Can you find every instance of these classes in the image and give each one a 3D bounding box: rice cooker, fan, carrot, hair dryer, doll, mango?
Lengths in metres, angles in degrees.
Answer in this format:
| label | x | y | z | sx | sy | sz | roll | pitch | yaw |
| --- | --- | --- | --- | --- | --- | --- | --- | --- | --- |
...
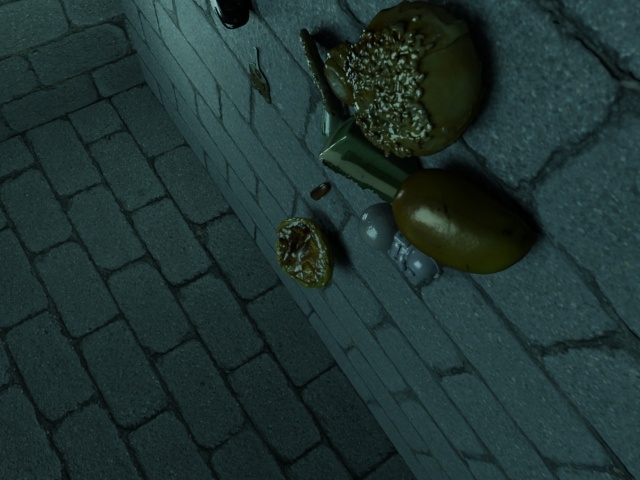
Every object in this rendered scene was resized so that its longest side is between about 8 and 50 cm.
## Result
| label | x | y | z | sx | sy | sz | roll | pitch | yaw |
| --- | --- | --- | --- | --- | --- | --- | --- | --- | --- |
| rice cooker | -0.297 | -0.775 | 1.497 | 0.106 | 0.112 | 0.166 | 48 | 159 | 45 |
| fan | -0.232 | -0.624 | 1.725 | 0.153 | 0.008 | 0.227 | 52 | 161 | 23 |
| carrot | 0.001 | -0.186 | 1.749 | 0.048 | 0.048 | 0.139 | 60 | 160 | -3 |
| hair dryer | 0.069 | -0.355 | 1.298 | 0.224 | 0.088 | 0.219 | 7 | 123 | 51 |
| doll | 0.235 | 0.005 | 1.311 | 0.287 | 0.150 | 0.151 | 41 | 155 | 33 |
| mango | 0.304 | -0.038 | 1.026 | 0.317 | 0.173 | 0.212 | 33 | 145 | 30 |

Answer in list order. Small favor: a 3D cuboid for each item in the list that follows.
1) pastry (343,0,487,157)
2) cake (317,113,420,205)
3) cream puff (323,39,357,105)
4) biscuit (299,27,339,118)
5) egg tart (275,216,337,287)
| label | x | y | z | sx | sy | sz | roll | pitch | yaw |
| --- | --- | --- | --- | --- | --- | --- | --- | --- | --- |
| pastry | 0.167 | -0.297 | 0.915 | 0.284 | 0.184 | 0.316 | 46 | 157 | 17 |
| cake | 0.130 | -0.185 | 1.179 | 0.284 | 0.172 | 0.158 | 58 | 148 | -6 |
| cream puff | 0.079 | -0.399 | 1.101 | 0.150 | 0.115 | 0.165 | 50 | 175 | -21 |
| biscuit | -0.011 | -0.454 | 1.201 | 0.141 | 0.038 | 0.290 | 38 | -147 | -68 |
| egg tart | -0.045 | 0.049 | 1.986 | 0.339 | 0.153 | 0.352 | 21 | 128 | 40 |
